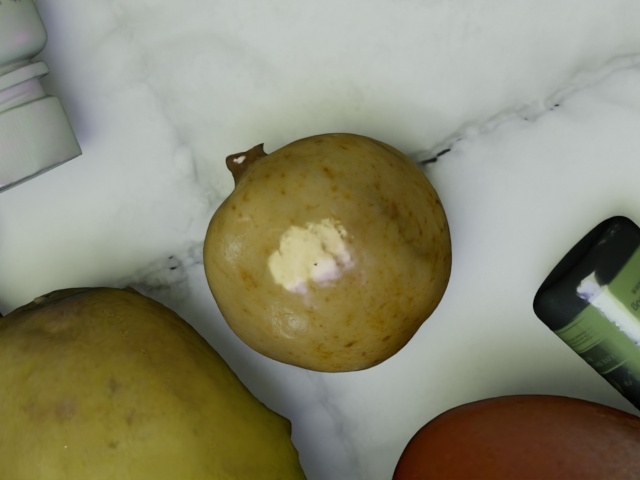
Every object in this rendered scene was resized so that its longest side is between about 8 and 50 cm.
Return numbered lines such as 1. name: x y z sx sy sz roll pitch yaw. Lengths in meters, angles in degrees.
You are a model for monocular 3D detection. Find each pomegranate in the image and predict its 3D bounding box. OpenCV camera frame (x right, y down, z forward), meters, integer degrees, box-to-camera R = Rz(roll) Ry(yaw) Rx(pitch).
1. pomegranate: 0.000 0.000 1.038 0.196 0.196 0.196 4 106 13

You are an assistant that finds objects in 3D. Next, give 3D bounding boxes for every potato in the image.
1. potato: -0.139 0.190 1.020 0.290 0.397 0.295 -21 102 -14

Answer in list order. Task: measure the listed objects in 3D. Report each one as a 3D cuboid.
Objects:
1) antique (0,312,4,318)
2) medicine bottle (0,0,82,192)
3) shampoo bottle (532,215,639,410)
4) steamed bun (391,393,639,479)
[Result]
1. antique: -0.403 0.038 1.170 0.257 0.121 0.143 -13 94 16
2. medicine bottle: -0.306 -0.169 1.062 0.170 0.170 0.292 -21 98 18
3. shampoo bottle: 0.289 0.108 1.029 0.284 0.101 0.101 42 110 -1
4. steamed bun: 0.220 0.276 0.985 0.248 0.235 0.379 -33 66 -13
